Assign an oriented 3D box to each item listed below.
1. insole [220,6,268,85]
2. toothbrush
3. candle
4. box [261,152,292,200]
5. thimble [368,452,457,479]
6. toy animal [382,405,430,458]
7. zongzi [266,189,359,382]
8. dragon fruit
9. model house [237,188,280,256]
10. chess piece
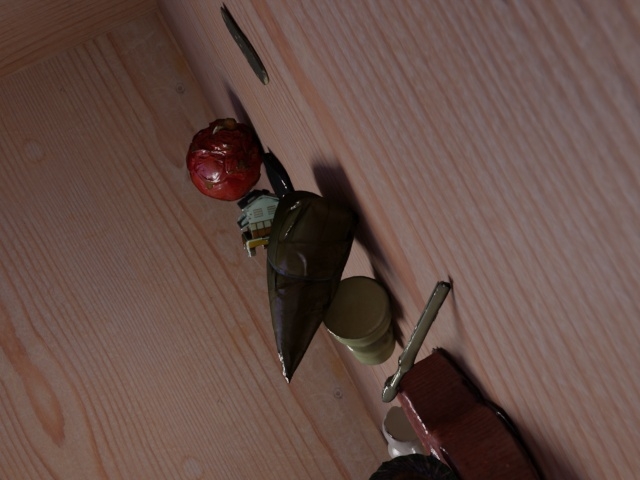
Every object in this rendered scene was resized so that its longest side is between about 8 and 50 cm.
[{"bbox_3d":[-0.174,-0.446,1.350,0.248,0.011,0.081,59,171,25],"label":"insole"},{"bbox_3d":[0.136,0.159,0.876,0.294,0.026,0.028,106,175,-45],"label":"toothbrush"},{"bbox_3d":[0.229,0.351,0.962,0.287,0.131,0.317,64,174,-34],"label":"candle"},{"bbox_3d":[-0.125,-0.172,1.865,0.212,0.042,0.201,53,166,51],"label":"box"},{"bbox_3d":[0.137,0.371,0.826,0.135,0.118,0.090,-4,115,46],"label":"thimble"},{"bbox_3d":[0.236,0.502,1.445,0.178,0.127,0.193,45,159,61],"label":"toy animal"},{"bbox_3d":[-0.045,0.079,1.244,0.323,0.159,0.361,-132,52,-79],"label":"zongzi"},{"bbox_3d":[-0.335,-0.274,2.065,0.277,0.277,0.342,59,155,27],"label":"dragon fruit"},{"bbox_3d":[-0.205,-0.075,2.168,0.224,0.198,0.215,-139,39,-74],"label":"model house"},{"bbox_3d":[0.103,0.196,1.292,0.144,0.144,0.251,58,178,35],"label":"chess piece"}]
